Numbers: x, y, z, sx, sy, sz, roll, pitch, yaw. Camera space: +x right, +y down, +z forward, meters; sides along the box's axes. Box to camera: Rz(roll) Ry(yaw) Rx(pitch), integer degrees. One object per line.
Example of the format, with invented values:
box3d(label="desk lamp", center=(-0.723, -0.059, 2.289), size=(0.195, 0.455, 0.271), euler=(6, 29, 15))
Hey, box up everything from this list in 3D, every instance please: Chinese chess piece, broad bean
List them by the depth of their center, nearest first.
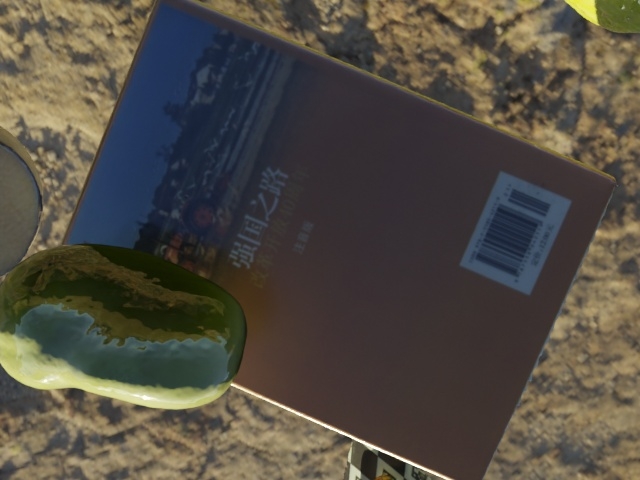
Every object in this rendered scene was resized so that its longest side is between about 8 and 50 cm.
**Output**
box3d(label="broad bean", center=(-0.137, 0.058, 0.655), size=(0.174, 0.124, 0.082), euler=(12, 128, -4))
box3d(label="Chinese chess piece", center=(-0.508, -0.053, 1.332), size=(0.249, 0.103, 0.250), euler=(-11, 114, -26))

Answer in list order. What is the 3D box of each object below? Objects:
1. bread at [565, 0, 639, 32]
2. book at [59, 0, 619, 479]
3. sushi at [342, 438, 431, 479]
box3d(label="bread", center=(0.419, -0.455, 1.267), size=(0.348, 0.348, 0.308), euler=(-43, 114, 4))
box3d(label="book", center=(0.000, 0.000, 0.739), size=(0.373, 0.028, 0.263), euler=(24, 97, 4))
box3d(label="sushi", center=(0.073, 0.250, 0.782), size=(0.031, 0.201, 0.139), euler=(-20, 135, -35))
